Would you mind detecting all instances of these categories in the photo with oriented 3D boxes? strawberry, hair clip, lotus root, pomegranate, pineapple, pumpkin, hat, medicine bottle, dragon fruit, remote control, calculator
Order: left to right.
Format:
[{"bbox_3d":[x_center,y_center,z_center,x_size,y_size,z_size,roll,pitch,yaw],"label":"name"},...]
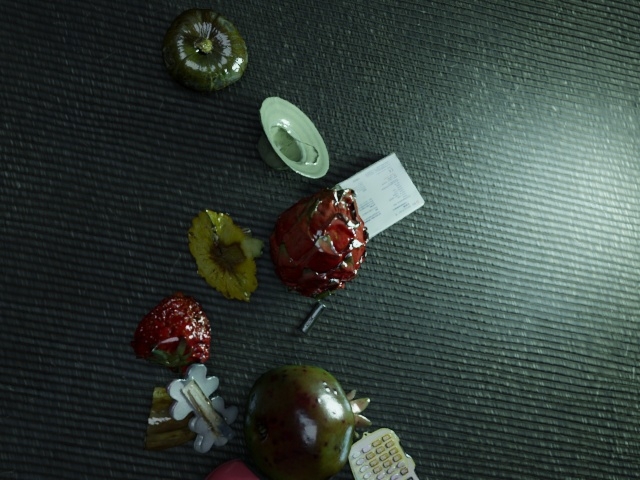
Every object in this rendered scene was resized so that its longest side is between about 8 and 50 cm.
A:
[{"bbox_3d":[-0.372,0.440,1.562,0.135,0.095,0.159,-3,90,-11],"label":"lotus root"},{"bbox_3d":[-0.357,0.222,1.553,0.187,0.184,0.201,11,58,-8],"label":"strawberry"},{"bbox_3d":[-0.304,-0.490,1.634,0.219,0.162,0.218,0,88,-9],"label":"pumpkin"},{"bbox_3d":[-0.280,0.410,1.535,0.146,0.075,0.257,-43,119,-26],"label":"hair clip"},{"bbox_3d":[-0.240,0.025,1.630,0.249,0.140,0.164,60,39,-14],"label":"pineapple"},{"bbox_3d":[-0.101,-0.243,1.650,0.110,0.252,0.252,-33,89,32],"label":"hat"},{"bbox_3d":[-0.039,0.435,1.552,0.291,0.323,0.290,2,94,23],"label":"pomegranate"},{"bbox_3d":[-0.020,0.204,1.669,0.034,0.016,0.091,36,80,2],"label":"remote control"},{"bbox_3d":[0.000,0.000,1.593,0.244,0.244,0.298,27,89,-4],"label":"dragon fruit"},{"bbox_3d":[0.155,-0.117,1.709,0.201,0.052,0.171,-32,89,-10],"label":"medicine bottle"},{"bbox_3d":[0.169,0.603,1.646,0.157,0.033,0.236,-26,86,-9],"label":"calculator"}]

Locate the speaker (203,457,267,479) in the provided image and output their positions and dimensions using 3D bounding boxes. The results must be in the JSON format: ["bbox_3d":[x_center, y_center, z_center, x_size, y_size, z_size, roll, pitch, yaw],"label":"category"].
[{"bbox_3d":[-0.157,0.644,1.456,0.295,0.294,0.294,1,84,-7],"label":"speaker"}]
